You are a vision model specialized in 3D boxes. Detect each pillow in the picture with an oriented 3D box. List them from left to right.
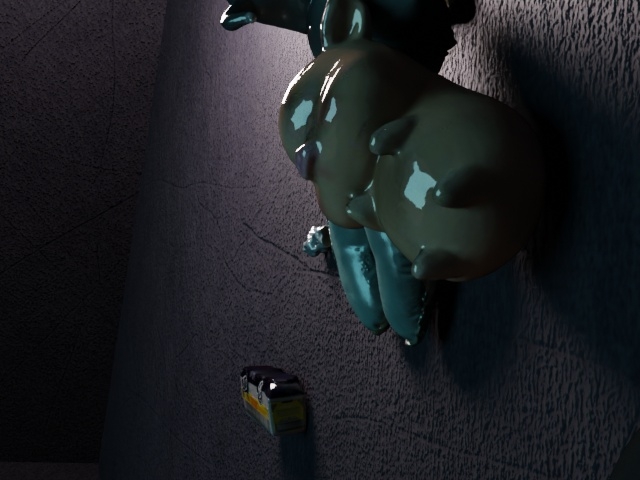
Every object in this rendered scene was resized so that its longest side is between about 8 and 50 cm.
[{"bbox_3d":[0.056,-0.009,1.215,0.233,0.086,0.214,174,93,-75],"label":"pillow"}]

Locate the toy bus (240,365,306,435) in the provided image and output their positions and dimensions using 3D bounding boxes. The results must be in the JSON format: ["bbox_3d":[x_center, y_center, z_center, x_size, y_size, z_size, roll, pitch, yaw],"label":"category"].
[{"bbox_3d":[-0.062,0.204,1.639,0.172,0.057,0.072,-174,79,-75],"label":"toy bus"}]

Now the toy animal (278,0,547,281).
[{"bbox_3d":[0.069,-0.071,0.997,0.250,0.154,0.166,41,124,37],"label":"toy animal"}]

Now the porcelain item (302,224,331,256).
[{"bbox_3d":[0.000,0.000,1.516,0.083,0.028,0.036,159,131,-75],"label":"porcelain item"}]

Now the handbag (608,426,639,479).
[{"bbox_3d":[0.215,0.195,0.564,0.308,0.093,0.254,-111,29,-57],"label":"handbag"}]

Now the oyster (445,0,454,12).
[{"bbox_3d":[0.105,-0.226,1.184,0.093,0.034,0.051,14,116,63],"label":"oyster"}]

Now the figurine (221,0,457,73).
[{"bbox_3d":[0.003,-0.216,1.135,0.193,0.265,0.140,88,-162,-56],"label":"figurine"}]
